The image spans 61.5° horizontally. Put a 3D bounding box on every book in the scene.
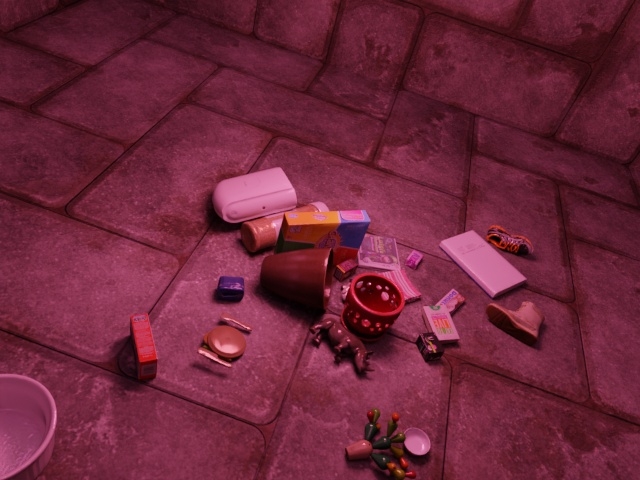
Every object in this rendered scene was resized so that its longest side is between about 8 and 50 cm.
[{"bbox_3d":[0.429,0.300,1.931,0.096,0.035,0.144,-3,50,-16],"label":"book"}]

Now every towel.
[{"bbox_3d":[0.271,0.172,2.011,0.197,0.029,0.144,-6,50,-37],"label":"towel"}]

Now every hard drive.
[{"bbox_3d":[0.680,0.093,2.261,0.210,0.040,0.318,-16,51,-33],"label":"hard drive"}]

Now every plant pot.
[{"bbox_3d":[-0.084,0.119,1.862,0.231,0.215,0.215,6,40,8],"label":"plant pot"},{"bbox_3d":[0.171,0.233,1.824,0.191,0.174,0.191,9,41,-8],"label":"plant pot"}]

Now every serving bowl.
[{"bbox_3d":[0.277,0.592,1.574,0.083,0.027,0.083,10,42,-9],"label":"serving bowl"}]

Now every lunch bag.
[{"bbox_3d":[-0.305,0.165,1.815,0.099,0.067,0.065,3,42,-15],"label":"lunch bag"}]

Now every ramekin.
[{"bbox_3d":[-0.767,0.468,1.265,0.277,0.135,0.277,9,41,-8],"label":"ramekin"}]

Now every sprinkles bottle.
[{"bbox_3d":[-0.130,-0.056,2.082,0.355,0.121,0.121,-18,52,-34],"label":"sprinkles bottle"}]

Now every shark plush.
[{"bbox_3d":[0.142,0.191,1.979,0.161,0.073,0.067,10,57,-40],"label":"shark plush"}]

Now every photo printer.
[{"bbox_3d":[-0.269,-0.178,2.107,0.308,0.107,0.256,-15,30,-9],"label":"photo printer"}]

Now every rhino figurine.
[{"bbox_3d":[0.082,0.342,1.751,0.243,0.073,0.106,37,47,19],"label":"rhino figurine"}]

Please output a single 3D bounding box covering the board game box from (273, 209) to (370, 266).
[{"bbox_3d":[0.000,0.000,1.974,0.317,0.242,0.064,-4,46,-22],"label":"board game box"}]

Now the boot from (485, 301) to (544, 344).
[{"bbox_3d":[0.743,0.281,2.049,0.213,0.077,0.165,35,44,12],"label":"boot"}]

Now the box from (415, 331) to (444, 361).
[{"bbox_3d":[0.375,0.364,1.844,0.062,0.052,0.083,-3,44,-22],"label":"box"}]

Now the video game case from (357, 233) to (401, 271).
[{"bbox_3d":[0.229,0.047,2.168,0.173,0.022,0.190,9,41,-10],"label":"video game case"}]

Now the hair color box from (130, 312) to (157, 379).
[{"bbox_3d":[-0.515,0.307,1.564,0.053,0.093,0.167,-5,45,-25],"label":"hair color box"}]

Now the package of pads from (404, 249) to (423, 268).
[{"bbox_3d":[0.380,0.076,2.181,0.050,0.032,0.083,29,42,17],"label":"package of pads"}]

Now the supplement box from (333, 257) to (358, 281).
[{"bbox_3d":[0.095,0.110,2.026,0.083,0.055,0.043,-26,58,-38],"label":"supplement box"}]

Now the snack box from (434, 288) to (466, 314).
[{"bbox_3d":[0.479,0.248,2.032,0.064,0.022,0.178,38,45,22],"label":"snack box"}]

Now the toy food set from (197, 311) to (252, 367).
[{"bbox_3d":[-0.297,0.318,1.679,0.132,0.038,0.192,27,36,1],"label":"toy food set"}]

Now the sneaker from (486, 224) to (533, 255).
[{"bbox_3d":[0.831,0.013,2.379,0.215,0.084,0.083,28,43,26],"label":"sneaker"}]

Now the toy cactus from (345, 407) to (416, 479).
[{"bbox_3d":[0.162,0.576,1.510,0.181,0.112,0.219,-10,55,-15],"label":"toy cactus"}]
